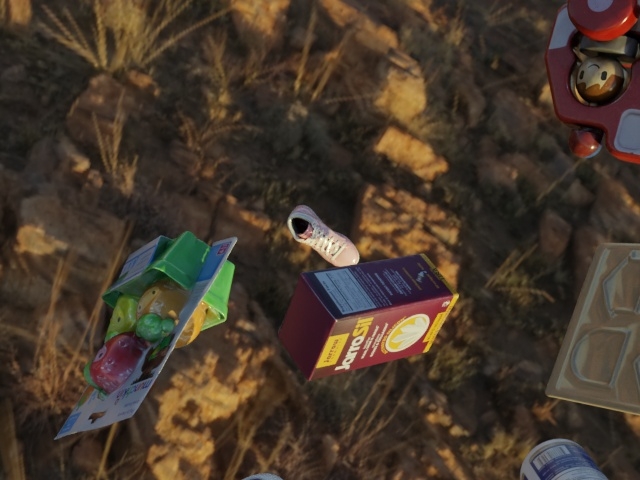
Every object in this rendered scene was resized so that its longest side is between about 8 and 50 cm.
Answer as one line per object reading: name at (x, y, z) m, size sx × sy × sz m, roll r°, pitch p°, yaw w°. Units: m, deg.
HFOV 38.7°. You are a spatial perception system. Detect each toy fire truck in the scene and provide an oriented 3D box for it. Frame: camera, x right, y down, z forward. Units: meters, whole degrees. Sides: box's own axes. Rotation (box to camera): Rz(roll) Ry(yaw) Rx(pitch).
toy fire truck at (0.455, -0.231, 1.282) m, size 0.302 × 0.254 × 0.169 m, roll 16°, pitch 0°, yaw 35°

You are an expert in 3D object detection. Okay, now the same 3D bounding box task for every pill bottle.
pill bottle at (0.312, 0.320, 1.093) m, size 0.094 × 0.094 × 0.169 m, roll 19°, pitch 15°, yaw -15°

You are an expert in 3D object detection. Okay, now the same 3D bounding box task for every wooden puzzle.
wooden puzzle at (0.586, 0.160, 1.630) m, size 0.080 × 0.348 × 0.322 m, roll 31°, pitch 75°, yaw -25°

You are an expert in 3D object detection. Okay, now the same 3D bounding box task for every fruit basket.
fruit basket at (-0.303, 0.156, 1.513) m, size 0.165 × 0.327 × 0.353 m, roll 44°, pitch 54°, yaw -16°

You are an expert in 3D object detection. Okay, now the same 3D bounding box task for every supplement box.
supplement box at (0.056, 0.088, 1.081) m, size 0.188 × 0.104 × 0.081 m, roll -8°, pitch 46°, yaw -35°

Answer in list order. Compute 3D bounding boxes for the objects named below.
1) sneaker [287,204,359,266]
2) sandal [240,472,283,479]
sneaker at (0.000, 0.000, 1.443) m, size 0.134 × 0.051 × 0.070 m, roll 42°, pitch 16°, yaw 3°
sandal at (-0.205, 0.471, 1.322) m, size 0.102 × 0.416 × 0.169 m, roll 23°, pitch 27°, yaw -49°
